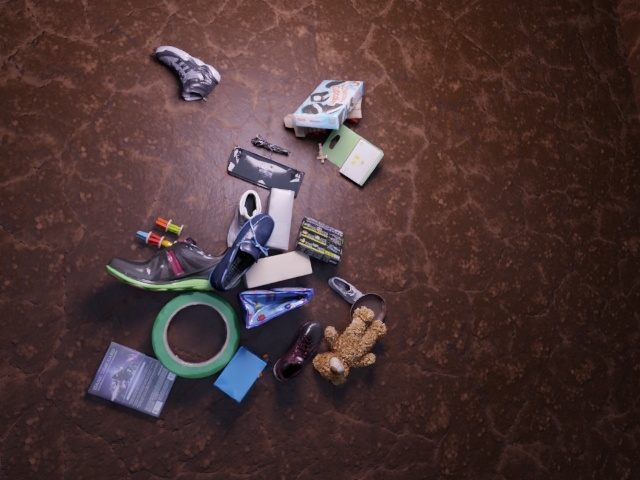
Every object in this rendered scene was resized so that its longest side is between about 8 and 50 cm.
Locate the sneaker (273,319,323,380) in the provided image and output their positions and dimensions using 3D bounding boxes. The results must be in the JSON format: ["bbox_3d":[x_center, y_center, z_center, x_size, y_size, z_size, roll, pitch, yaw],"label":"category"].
[{"bbox_3d":[-0.069,0.445,1.741,0.106,0.162,0.281,38,77,-7],"label":"sneaker"}]

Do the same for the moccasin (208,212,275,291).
[{"bbox_3d":[-0.264,0.053,1.623,0.137,0.116,0.342,39,74,-32],"label":"moccasin"}]

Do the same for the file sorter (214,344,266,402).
[{"bbox_3d":[-0.306,0.506,1.699,0.118,0.104,0.170,36,79,-2],"label":"file sorter"}]

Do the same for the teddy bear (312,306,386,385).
[{"bbox_3d":[0.127,0.432,1.796,0.337,0.113,0.245,-30,109,-16],"label":"teddy bear"}]

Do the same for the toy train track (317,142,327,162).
[{"bbox_3d":[0.003,-0.380,1.916,0.048,0.014,0.084,-8,94,18],"label":"toy train track"}]

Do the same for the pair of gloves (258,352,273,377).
[{"bbox_3d":[-0.234,0.502,1.773,0.083,0.010,0.074,-25,87,-17],"label":"pair of gloves"}]

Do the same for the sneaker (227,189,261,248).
[{"bbox_3d":[-0.303,-0.054,1.739,0.108,0.169,0.293,7,84,-15],"label":"sneaker"}]

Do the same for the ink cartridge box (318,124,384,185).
[{"bbox_3d":[0.129,-0.371,1.896,0.235,0.056,0.171,31,115,-10],"label":"ink cartridge box"}]

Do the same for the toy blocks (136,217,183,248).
[{"bbox_3d":[-0.625,-0.032,1.715,0.148,0.054,0.123,22,80,-10],"label":"toy blocks"}]

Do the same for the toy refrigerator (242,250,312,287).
[{"bbox_3d":[-0.181,0.111,1.778,0.269,0.094,0.102,-13,91,-21],"label":"toy refrigerator"}]

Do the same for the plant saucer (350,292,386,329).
[{"bbox_3d":[0.198,0.298,1.870,0.168,0.029,0.169,-6,108,-19],"label":"plant saucer"}]

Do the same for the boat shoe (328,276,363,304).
[{"bbox_3d":[0.118,0.212,1.865,0.184,0.063,0.066,42,76,-6],"label":"boat shoe"}]

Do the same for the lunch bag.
[{"bbox_3d":[-0.163,0.238,1.711,0.293,0.221,0.138,-12,86,-15],"label":"lunch bag"}]

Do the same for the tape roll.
[{"bbox_3d":[-0.471,0.357,1.685,0.320,0.077,0.322,3,78,-16],"label":"tape roll"}]

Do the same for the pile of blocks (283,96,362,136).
[{"bbox_3d":[0.021,-0.533,1.921,0.361,0.149,0.113,-15,130,-6],"label":"pile of blocks"}]

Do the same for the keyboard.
[{"bbox_3d":[-0.219,-0.322,1.862,0.317,0.033,0.202,21,86,-12],"label":"keyboard"}]

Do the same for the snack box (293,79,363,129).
[{"bbox_3d":[0.041,-0.567,1.822,0.187,0.060,0.322,10,45,21],"label":"snack box"}]

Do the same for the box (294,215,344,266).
[{"bbox_3d":[0.000,0.000,1.820,0.190,0.045,0.184,23,43,-11],"label":"box"}]

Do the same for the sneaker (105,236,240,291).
[{"bbox_3d":[-0.543,0.089,1.664,0.482,0.185,0.203,2,84,-24],"label":"sneaker"}]

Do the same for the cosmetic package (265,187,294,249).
[{"bbox_3d":[-0.174,-0.082,1.796,0.107,0.127,0.238,11,83,-12],"label":"cosmetic package"}]

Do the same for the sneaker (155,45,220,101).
[{"bbox_3d":[-0.553,-0.664,1.779,0.268,0.101,0.153,22,76,-13],"label":"sneaker"}]

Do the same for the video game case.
[{"bbox_3d":[-0.693,0.520,1.650,0.274,0.026,0.196,24,79,-9],"label":"video game case"}]
